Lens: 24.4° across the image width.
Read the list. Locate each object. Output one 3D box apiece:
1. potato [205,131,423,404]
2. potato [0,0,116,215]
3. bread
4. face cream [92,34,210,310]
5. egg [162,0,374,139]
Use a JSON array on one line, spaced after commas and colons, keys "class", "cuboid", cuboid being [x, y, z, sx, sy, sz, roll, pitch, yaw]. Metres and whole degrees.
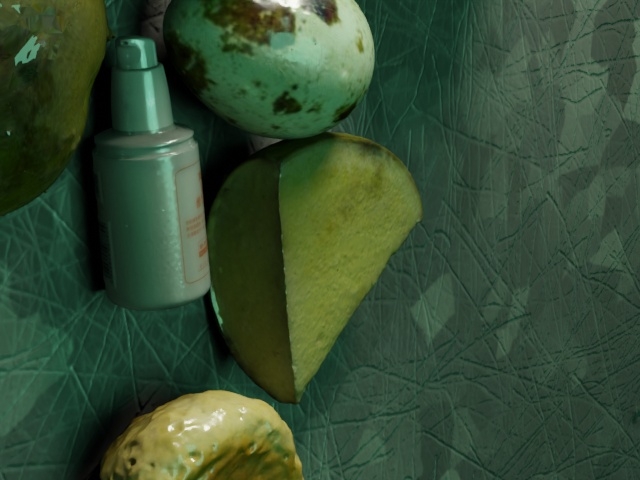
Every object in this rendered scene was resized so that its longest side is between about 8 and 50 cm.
[{"class": "potato", "cuboid": [0.000, 0.000, 1.577, 0.255, 0.112, 0.269, -26, 122, -48]}, {"class": "potato", "cuboid": [-0.315, -0.157, 1.070, 0.359, 0.219, 0.269, 16, 96, -49]}, {"class": "bread", "cuboid": [-0.131, 0.258, 1.467, 0.244, 0.134, 0.244, -21, 118, -46]}, {"class": "face cream", "cuboid": [-0.160, -0.067, 1.371, 0.101, 0.101, 0.251, -22, 115, -46]}, {"class": "egg", "cuboid": [-0.051, -0.185, 1.421, 0.231, 0.169, 0.169, 11, 91, -41]}]
